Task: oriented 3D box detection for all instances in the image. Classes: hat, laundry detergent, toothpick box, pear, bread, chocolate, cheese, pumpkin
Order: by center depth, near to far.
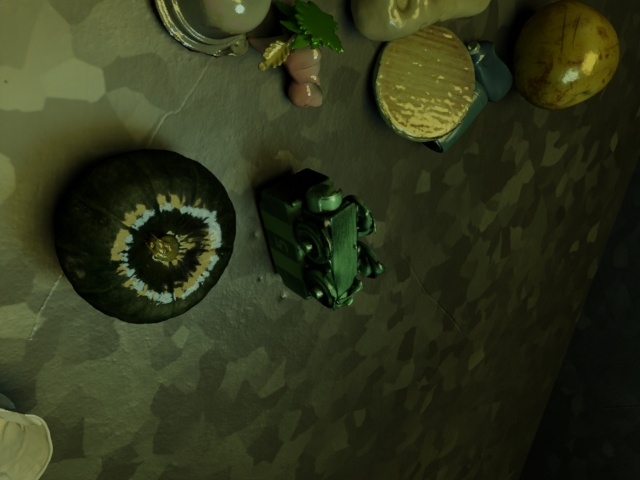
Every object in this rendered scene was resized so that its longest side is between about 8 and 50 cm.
[{"bbox_3d":[-0.154,-0.396,0.889,0.221,0.147,0.221,-24,128,-35],"label":"chocolate"},{"bbox_3d":[-0.554,0.329,0.897,0.203,0.126,0.203,-20,123,-35],"label":"hat"},{"bbox_3d":[-0.279,-0.007,0.923,0.300,0.207,0.300,-12,108,-38],"label":"pumpkin"},{"bbox_3d":[0.242,-0.546,1.181,0.328,0.129,0.351,20,96,-45],"label":"cheese"},{"bbox_3d":[0.238,-0.361,1.268,0.266,0.040,0.267,-2,98,-17],"label":"bread"},{"bbox_3d":[0.322,-0.315,1.378,0.184,0.120,0.120,-53,135,-4],"label":"toothpick box"},{"bbox_3d":[0.438,-0.458,1.454,0.206,0.061,0.097,32,95,-45],"label":"laundry detergent"},{"bbox_3d":[0.658,-0.499,1.490,0.280,0.280,0.281,-20,122,-34],"label":"pear"}]

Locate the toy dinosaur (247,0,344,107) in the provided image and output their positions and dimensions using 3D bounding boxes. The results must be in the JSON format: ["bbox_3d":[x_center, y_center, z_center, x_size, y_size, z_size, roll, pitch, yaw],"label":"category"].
[{"bbox_3d":[-0.047,-0.354,1.049,0.194,0.152,0.177,8,142,-37],"label":"toy dinosaur"}]

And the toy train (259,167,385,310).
[{"bbox_3d":[0.000,0.000,1.156,0.166,0.238,0.299,-31,130,-28],"label":"toy train"}]
